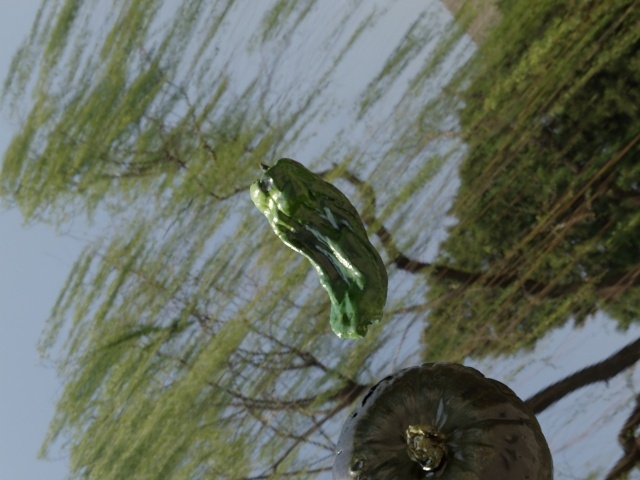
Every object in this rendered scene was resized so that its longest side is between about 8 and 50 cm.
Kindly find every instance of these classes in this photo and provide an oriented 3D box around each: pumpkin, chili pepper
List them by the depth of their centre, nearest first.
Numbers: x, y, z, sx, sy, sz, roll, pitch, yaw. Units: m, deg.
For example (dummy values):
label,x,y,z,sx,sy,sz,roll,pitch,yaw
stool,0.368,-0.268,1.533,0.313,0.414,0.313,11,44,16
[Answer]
label,x,y,z,sx,sy,sz,roll,pitch,yaw
chili pepper,0.001,0.000,0.338,0.034,0.030,0.091,-17,-111,-46
pumpkin,0.130,0.239,0.838,0.238,0.159,0.238,-6,-128,7
